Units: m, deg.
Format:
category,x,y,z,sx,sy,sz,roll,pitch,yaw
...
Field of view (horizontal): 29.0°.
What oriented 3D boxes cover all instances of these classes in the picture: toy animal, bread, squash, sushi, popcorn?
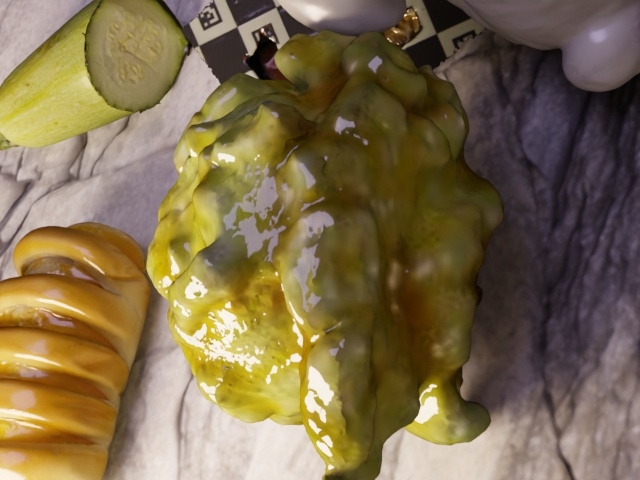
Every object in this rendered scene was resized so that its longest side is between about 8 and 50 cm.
category,x,y,z,sx,sy,sz,roll,pitch,yaw
toy animal,0.093,-0.249,0.991,0.357,0.194,0.257,-1,68,8
bread,-0.269,0.123,1.195,0.173,0.121,0.311,-4,66,36
squash,-0.285,-0.155,1.339,0.287,0.137,0.137,-26,56,28
sushi,0.029,-0.209,1.147,0.279,0.043,0.192,-39,86,18
popcorn,-0.002,0.009,0.954,0.279,0.274,0.335,8,75,41
